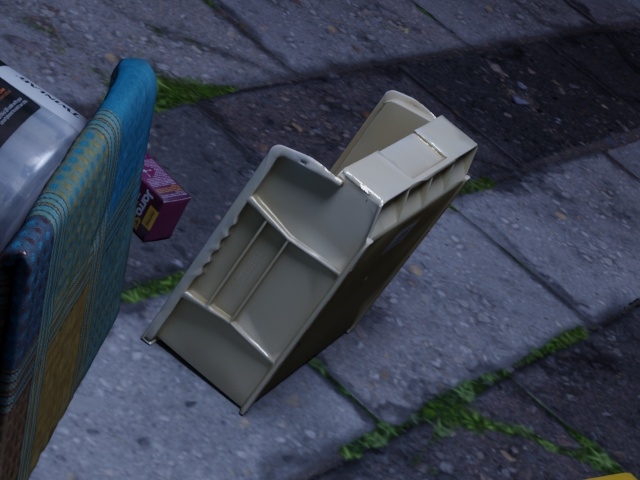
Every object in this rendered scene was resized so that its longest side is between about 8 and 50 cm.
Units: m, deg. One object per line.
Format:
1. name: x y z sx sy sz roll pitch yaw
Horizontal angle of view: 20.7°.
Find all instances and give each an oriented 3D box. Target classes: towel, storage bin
1. towel: -0.203 0.036 1.376 0.040 0.271 0.370 14 28 3
2. storage bin: 0.000 0.000 1.656 0.123 0.260 0.262 41 27 10

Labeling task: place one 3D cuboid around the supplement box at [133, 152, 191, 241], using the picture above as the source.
1. supplement box: -0.179 -0.047 1.772 0.083 0.055 0.043 43 30 24

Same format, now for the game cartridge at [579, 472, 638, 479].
1. game cartridge: 0.300 0.351 1.605 0.285 0.052 0.323 0 38 -46

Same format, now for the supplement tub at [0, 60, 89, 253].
1. supplement tub: -0.364 -0.099 1.515 0.316 0.193 0.193 34 27 4
